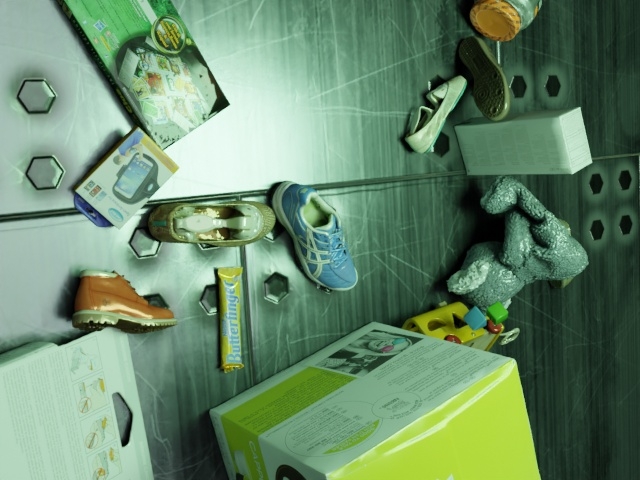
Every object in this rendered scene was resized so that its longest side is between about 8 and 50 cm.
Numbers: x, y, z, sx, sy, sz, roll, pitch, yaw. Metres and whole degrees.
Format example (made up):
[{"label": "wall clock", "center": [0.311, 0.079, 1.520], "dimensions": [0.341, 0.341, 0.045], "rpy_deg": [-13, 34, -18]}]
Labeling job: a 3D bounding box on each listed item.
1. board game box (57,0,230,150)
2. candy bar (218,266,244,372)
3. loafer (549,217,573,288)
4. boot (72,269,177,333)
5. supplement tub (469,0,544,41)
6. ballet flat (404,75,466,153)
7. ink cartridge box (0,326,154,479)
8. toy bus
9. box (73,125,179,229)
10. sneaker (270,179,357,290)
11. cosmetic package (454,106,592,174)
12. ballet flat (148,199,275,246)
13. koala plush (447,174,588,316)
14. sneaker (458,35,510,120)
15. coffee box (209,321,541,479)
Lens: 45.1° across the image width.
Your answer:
[{"label": "board game box", "center": [-0.242, -0.265, 1.061], "dimensions": [0.136, 0.030, 0.259], "rpy_deg": [-38, 113, -23]}, {"label": "candy bar", "center": [-0.136, 0.119, 1.168], "dimensions": [0.040, 0.018, 0.161], "rpy_deg": [-3, 95, -33]}, {"label": "loafer", "center": [0.483, 0.022, 1.550], "dimensions": [0.050, 0.056, 0.148], "rpy_deg": [-20, 114, -32]}, {"label": "boot", "center": [-0.263, 0.084, 1.059], "dimensions": [0.158, 0.059, 0.084], "rpy_deg": [17, 60, -46]}, {"label": "supplement tub", "center": [0.352, -0.458, 1.385], "dimensions": [0.117, 0.117, 0.190], "rpy_deg": [42, 72, -29]}, {"label": "ballet flat", "center": [0.200, -0.230, 1.342], "dimensions": [0.052, 0.057, 0.168], "rpy_deg": [34, 74, -18]}, {"label": "ink cartridge box", "center": [-0.343, 0.266, 1.021], "dimensions": [0.239, 0.060, 0.275], "rpy_deg": [-22, 107, -56]}, {"label": "toy bus", "center": [0.234, 0.161, 1.366], "dimensions": [0.191, 0.104, 0.202], "rpy_deg": [-38, 151, 6]}, {"label": "box", "center": [-0.267, -0.079, 1.046], "dimensions": [0.136, 0.028, 0.081], "rpy_deg": [-48, 117, -8]}, {"label": "sneaker", "center": [0.000, 0.000, 1.210], "dimensions": [0.080, 0.081, 0.211], "rpy_deg": [-47, 118, -23]}, {"label": "cosmetic package", "center": [0.344, -0.167, 1.329], "dimensions": [0.060, 0.239, 0.098], "rpy_deg": [-25, 108, -30]}, {"label": "ballet flat", "center": [-0.144, -0.022, 1.121], "dimensions": [0.206, 0.067, 0.073], "rpy_deg": [-6, 96, -33]}, {"label": "koala plush", "center": [0.336, 0.039, 1.386], "dimensions": [0.221, 0.203, 0.196], "rpy_deg": [-43, 143, 7]}, {"label": "sneaker", "center": [0.304, -0.282, 1.354], "dimensions": [0.071, 0.066, 0.188], "rpy_deg": [17, 49, -39]}, {"label": "coffee box", "center": [0.090, 0.362, 1.147], "dimensions": [0.338, 0.334, 0.337], "rpy_deg": [-23, 106, -30]}]
